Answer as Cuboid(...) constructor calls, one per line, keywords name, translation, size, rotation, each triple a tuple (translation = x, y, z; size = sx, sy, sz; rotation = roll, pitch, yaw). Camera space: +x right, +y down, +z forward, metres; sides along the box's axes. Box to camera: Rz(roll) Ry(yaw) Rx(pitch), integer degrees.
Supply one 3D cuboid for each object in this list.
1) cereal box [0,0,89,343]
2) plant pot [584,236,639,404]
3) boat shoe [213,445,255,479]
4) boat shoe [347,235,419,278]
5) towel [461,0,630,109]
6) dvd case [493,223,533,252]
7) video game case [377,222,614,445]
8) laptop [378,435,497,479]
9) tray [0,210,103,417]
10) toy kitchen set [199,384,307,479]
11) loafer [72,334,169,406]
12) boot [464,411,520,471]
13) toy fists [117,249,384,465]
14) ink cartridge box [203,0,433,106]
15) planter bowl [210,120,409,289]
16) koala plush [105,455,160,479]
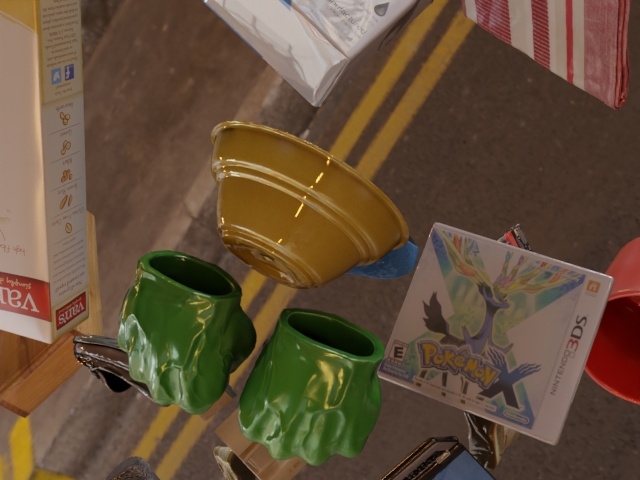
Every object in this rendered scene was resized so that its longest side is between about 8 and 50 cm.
Cuboid(name="cereal box", translation=(-0.224, -0.068, 0.551), size=(0.047, 0.173, 0.240), rotation=(-42, -40, -60))
Cuboid(name="plant pot", translation=(0.631, 0.132, 1.720), size=(0.275, 0.275, 0.243), rotation=(-34, 15, 41))
Cuboid(name="boat shoe", translation=(-0.168, 0.453, 1.795), size=(0.048, 0.153, 0.056), rotation=(12, 53, 27))
Cuboid(name="boat shoe", translation=(0.000, 0.000, 1.239), size=(0.089, 0.258, 0.109), rotation=(-78, 8, -74))
Cuboid(name="towel", translation=(0.314, -0.350, 1.319), size=(0.037, 0.237, 0.329), rotation=(-36, 52, -13))
Cuboid(name="dvd case", translation=(0.341, 0.037, 1.708), size=(0.119, 0.087, 0.013), rotation=(-35, 14, -16))
Cuboid(name="video game case", translation=(0.299, 0.153, 1.590), size=(0.329, 0.036, 0.299), rotation=(18, 82, 23))
Cuboid(name="laptop", translation=(0.160, 0.555, 1.615), size=(0.382, 0.408, 0.236), rotation=(-42, 70, 4))
Cuboid(name="tray", translation=(-0.505, 0.110, 1.698), size=(0.203, 0.076, 0.411), rotation=(-42, 35, 14))
Cuboid(name="toy kitchen set", translation=(-0.114, 0.284, 1.495), size=(0.122, 0.207, 0.166), rotation=(-43, 52, -13))
Cuboid(name="loafer", translation=(-0.283, 0.181, 1.297), size=(0.268, 0.096, 0.084), rotation=(-4, 72, 50))
Cuboid(name="boot", translation=(0.360, 0.339, 1.858), size=(0.077, 0.165, 0.213), rotation=(6, 108, 34))
Cuboid(name="toy fists", translation=(-0.072, 0.118, 0.897), size=(0.096, 0.279, 0.142), rotation=(-43, -27, -66))
Cuboid(name="ink cartridge box", translation=(0.025, -0.371, 1.283), size=(0.307, 0.223, 0.129), rotation=(-47, -1, -32))
Cuboid(name="planter bowl", translation=(-0.031, -0.014, 0.878), size=(0.217, 0.217, 0.090), rotation=(0, 57, 57))
Cuboid(name="koala plush", translation=(-0.271, 0.460, 1.368), size=(0.196, 0.221, 0.203), rotation=(-36, 2, -28))
